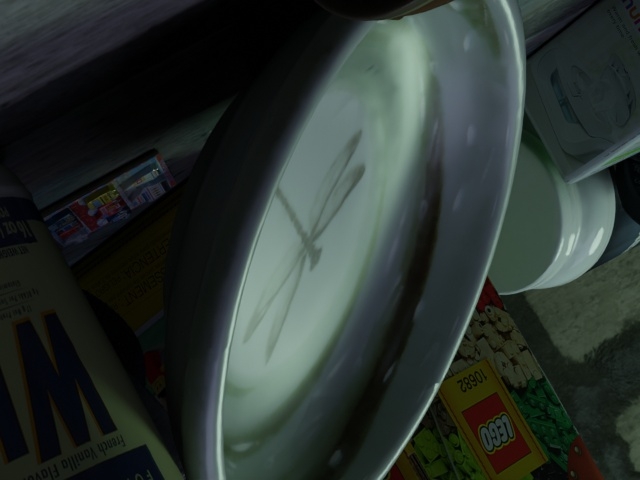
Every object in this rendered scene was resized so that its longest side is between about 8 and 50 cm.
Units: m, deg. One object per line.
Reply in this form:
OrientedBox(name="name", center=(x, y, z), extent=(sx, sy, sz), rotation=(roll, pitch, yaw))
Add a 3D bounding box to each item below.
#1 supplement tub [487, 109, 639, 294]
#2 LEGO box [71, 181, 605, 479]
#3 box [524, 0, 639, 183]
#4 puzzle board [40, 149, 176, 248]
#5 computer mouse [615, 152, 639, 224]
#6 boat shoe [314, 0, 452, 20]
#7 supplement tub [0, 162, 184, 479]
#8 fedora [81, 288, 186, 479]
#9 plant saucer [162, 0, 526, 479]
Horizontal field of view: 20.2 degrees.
OrientedBox(name="supplement tub", center=(0.244, -0.061, 1.818), extent=(0.272, 0.191, 0.191), rotation=(-22, 170, -48))
OrientedBox(name="LEGO box", center=(-0.073, 0.174, 1.486), extent=(0.500, 0.372, 0.193), rotation=(-34, 172, 37))
OrientedBox(name="box", center=(0.346, -0.182, 1.628), extent=(0.262, 0.127, 0.231), rotation=(-24, 171, -35))
OrientedBox(name="puzzle board", center=(-0.147, -0.025, 1.242), extent=(0.096, 0.011, 0.128), rotation=(-29, 174, -3))
OrientedBox(name="computer mouse", center=(0.317, -0.109, 1.749), extent=(0.071, 0.242, 0.041), rotation=(19, 144, -15))
OrientedBox(name="boat shoe", center=(0.128, -0.194, 0.791), extent=(0.307, 0.111, 0.104), rotation=(-21, 180, 19))
OrientedBox(name="supplement tub", center=(-0.196, 0.144, 0.951), extent=(0.235, 0.325, 0.235), rotation=(-29, 173, -4))
OrientedBox(name="fedora", center=(-0.230, 0.137, 1.291), extent=(0.334, 0.334, 0.152), rotation=(-34, -158, 33))
OrientedBox(name="plant saucer", center=(0.000, 0.000, 1.112), extent=(0.400, 0.100, 0.400), rotation=(-48, 149, -42))
